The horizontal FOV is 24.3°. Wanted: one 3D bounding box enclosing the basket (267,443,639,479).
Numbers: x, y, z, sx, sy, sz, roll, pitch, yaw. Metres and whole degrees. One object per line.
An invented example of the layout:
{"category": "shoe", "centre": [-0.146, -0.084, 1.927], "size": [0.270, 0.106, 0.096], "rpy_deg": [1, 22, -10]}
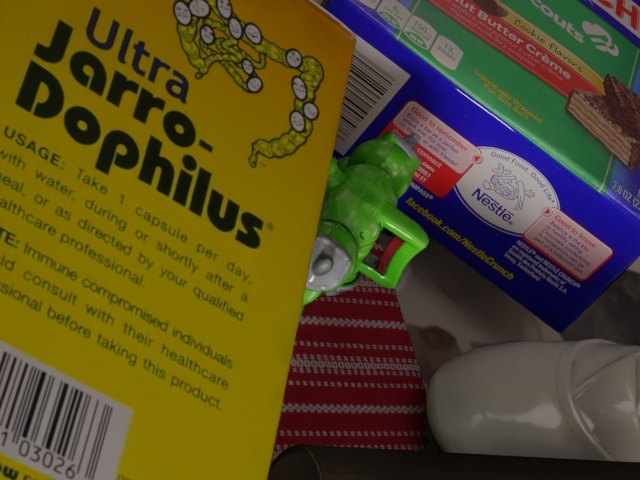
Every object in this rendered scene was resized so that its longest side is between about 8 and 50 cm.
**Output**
{"category": "basket", "centre": [0.077, 0.195, 0.808], "size": [0.227, 0.154, 0.204], "rpy_deg": [17, 74, -20]}

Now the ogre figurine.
{"category": "ogre figurine", "centre": [0.000, 0.000, 0.875], "size": [0.197, 0.118, 0.097], "rpy_deg": [-27, 79, -47]}

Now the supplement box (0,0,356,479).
{"category": "supplement box", "centre": [-0.139, 0.021, 0.701], "size": [0.195, 0.194, 0.356], "rpy_deg": [33, 51, -28]}

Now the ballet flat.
{"category": "ballet flat", "centre": [0.257, 0.135, 0.981], "size": [0.400, 0.139, 0.139], "rpy_deg": [21, 48, -26]}

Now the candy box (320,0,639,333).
{"category": "candy box", "centre": [0.131, -0.129, 1.088], "size": [0.268, 0.122, 0.317], "rpy_deg": [36, 36, -7]}

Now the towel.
{"category": "towel", "centre": [-0.031, 0.037, 0.933], "size": [0.199, 0.031, 0.275], "rpy_deg": [5, 58, -36]}
